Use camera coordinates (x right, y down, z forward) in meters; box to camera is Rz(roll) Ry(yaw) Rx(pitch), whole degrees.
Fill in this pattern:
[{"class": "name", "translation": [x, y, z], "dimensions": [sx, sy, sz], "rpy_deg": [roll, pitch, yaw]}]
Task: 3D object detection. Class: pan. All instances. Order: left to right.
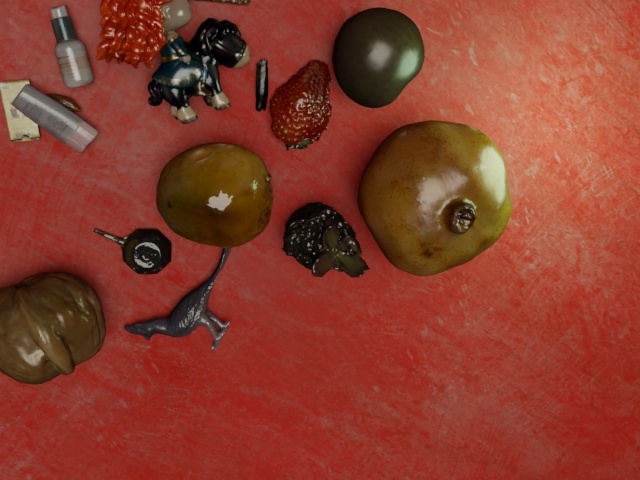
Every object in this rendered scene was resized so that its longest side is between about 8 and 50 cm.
[{"class": "pan", "translation": [-0.500, 0.034, 1.807], "dimensions": [0.202, 0.048, 0.128], "rpy_deg": [0, 105, -12]}]

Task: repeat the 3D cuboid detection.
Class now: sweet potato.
[{"class": "sweet potato", "translation": [-0.640, -0.345, 1.687], "dimensions": [0.095, 0.034, 0.034], "rpy_deg": [25, 98, -10]}]

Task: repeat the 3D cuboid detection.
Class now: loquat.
[{"class": "loquat", "translation": [-0.261, -0.119, 1.719], "dimensions": [0.284, 0.276, 0.275], "rpy_deg": [-1, 106, 14]}]

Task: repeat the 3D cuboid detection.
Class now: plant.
[{"class": "plant", "translation": [0.000, 0.000, 1.815], "dimensions": [0.178, 0.234, 0.204], "rpy_deg": [-38, 114, 5]}]

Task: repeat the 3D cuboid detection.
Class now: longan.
[{"class": "longan", "translation": [0.148, -0.462, 1.729], "dimensions": [0.248, 0.248, 0.248], "rpy_deg": [-3, 105, -11]}]

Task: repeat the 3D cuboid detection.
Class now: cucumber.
[{"class": "cucumber", "translation": [-0.152, -0.405, 1.775], "dimensions": [0.033, 0.034, 0.134], "rpy_deg": [-3, 105, -16]}]

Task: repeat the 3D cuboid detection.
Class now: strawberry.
[{"class": "strawberry", "translation": [-0.045, -0.351, 1.774], "dimensions": [0.175, 0.107, 0.235], "rpy_deg": [-3, 104, -12]}]

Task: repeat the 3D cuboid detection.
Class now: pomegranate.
[{"class": "pomegranate", "translation": [0.303, -0.106, 1.770], "dimensions": [0.417, 0.416, 0.416], "rpy_deg": [-3, 105, -11]}]

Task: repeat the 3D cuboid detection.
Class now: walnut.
[{"class": "walnut", "translation": [-0.692, 0.219, 1.705], "dimensions": [0.296, 0.285, 0.285], "rpy_deg": [-31, 110, -26]}]

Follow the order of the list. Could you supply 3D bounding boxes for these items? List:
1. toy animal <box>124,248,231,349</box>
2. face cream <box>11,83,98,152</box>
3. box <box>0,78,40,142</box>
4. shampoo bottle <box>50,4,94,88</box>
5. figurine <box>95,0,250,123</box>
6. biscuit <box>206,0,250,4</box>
[{"class": "toy animal", "translation": [-0.334, 0.201, 1.865], "dimensions": [0.367, 0.081, 0.205], "rpy_deg": [-39, 98, 0]}, {"class": "face cream", "translation": [-0.651, -0.300, 1.670], "dimensions": [0.084, 0.057, 0.198], "rpy_deg": [-39, 121, 25]}, {"class": "box", "translation": [-0.742, -0.320, 1.679], "dimensions": [0.073, 0.020, 0.149], "rpy_deg": [-7, 106, -11]}, {"class": "shampoo bottle", "translation": [-0.607, -0.468, 1.640], "dimensions": [0.074, 0.074, 0.192], "rpy_deg": [-14, 107, -8]}, {"class": "figurine", "translation": [-0.352, -0.482, 1.628], "dimensions": [0.306, 0.241, 0.412], "rpy_deg": [-44, 119, 11]}, {"class": "biscuit", "translation": [-0.288, -0.661, 1.683], "dimensions": [0.237, 0.026, 0.131], "rpy_deg": [1, 102, -13]}]
